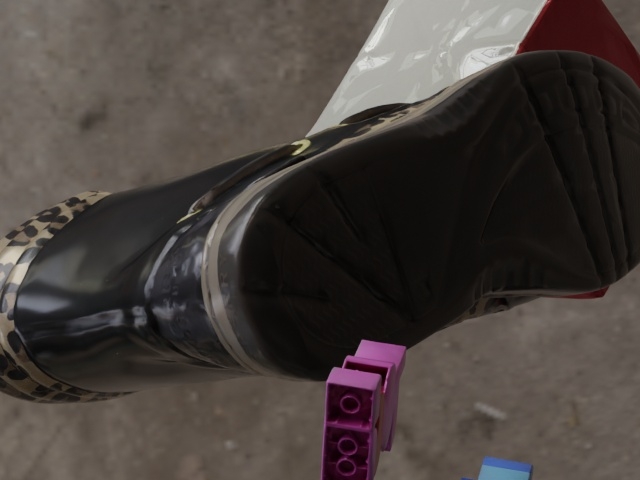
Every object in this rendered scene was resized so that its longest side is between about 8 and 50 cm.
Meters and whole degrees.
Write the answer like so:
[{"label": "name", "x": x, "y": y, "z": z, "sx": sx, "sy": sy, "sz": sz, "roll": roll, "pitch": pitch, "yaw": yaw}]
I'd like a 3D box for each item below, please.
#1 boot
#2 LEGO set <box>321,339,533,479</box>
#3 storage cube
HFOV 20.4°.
[{"label": "boot", "x": 0.000, "y": 0.000, "z": 1.012, "sx": 0.284, "sy": 0.377, "sz": 0.138, "roll": -12, "pitch": 99, "yaw": 44}, {"label": "LEGO set", "x": 0.050, "y": 0.140, "z": 0.741, "sx": 0.087, "sy": 0.093, "sz": 0.227, "roll": 8, "pitch": 117, "yaw": 11}, {"label": "storage cube", "x": 0.141, "y": -0.086, "z": 1.402, "sx": 0.215, "sy": 0.193, "sz": 0.184, "roll": 1, "pitch": 51, "yaw": 47}]
